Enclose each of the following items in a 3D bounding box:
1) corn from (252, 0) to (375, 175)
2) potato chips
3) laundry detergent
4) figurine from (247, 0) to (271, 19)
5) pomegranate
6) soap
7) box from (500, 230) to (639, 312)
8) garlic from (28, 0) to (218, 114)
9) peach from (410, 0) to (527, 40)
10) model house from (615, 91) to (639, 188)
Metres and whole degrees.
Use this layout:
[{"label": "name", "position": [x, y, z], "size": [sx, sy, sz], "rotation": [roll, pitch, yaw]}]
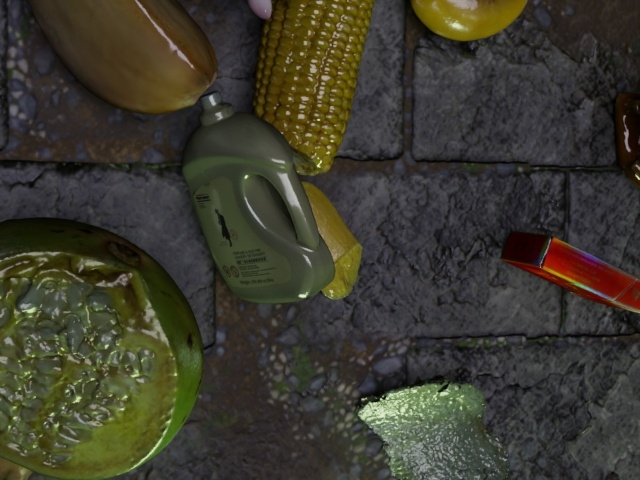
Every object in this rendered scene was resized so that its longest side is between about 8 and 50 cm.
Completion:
[{"label": "corn", "position": [-0.004, -0.275, 1.200], "size": [0.144, 0.144, 0.387], "rotation": [10, 90, -18]}, {"label": "potato chips", "position": [0.164, 0.269, 1.341], "size": [0.167, 0.059, 0.228], "rotation": [-33, 108, -7]}, {"label": "laundry detergent", "position": [-0.082, -0.054, 1.165], "size": [0.091, 0.181, 0.253], "rotation": [-32, 110, -35]}, {"label": "figurine", "position": [-0.084, -0.385, 1.057], "size": [0.315, 0.206, 0.284], "rotation": [48, 113, 5]}, {"label": "pomegranate", "position": [-0.300, 0.130, 1.112], "size": [0.310, 0.216, 0.358], "rotation": [28, 115, -18]}, {"label": "soap", "position": [0.000, 0.000, 1.278], "size": [0.089, 0.033, 0.168], "rotation": [-45, 106, -7]}, {"label": "box", "position": [0.348, 0.044, 1.355], "size": [0.175, 0.112, 0.048], "rotation": [23, 87, -17]}, {"label": "garlic", "position": [-0.236, -0.297, 1.093], "size": [0.151, 0.196, 0.338], "rotation": [-43, 115, -29]}, {"label": "peach", "position": [0.196, -0.344, 1.271], "size": [0.179, 0.103, 0.179], "rotation": [-9, 114, -20]}, {"label": "model house", "position": [0.546, -0.121, 1.350], "size": [0.220, 0.229, 0.199], "rotation": [-3, 89, -17]}]
